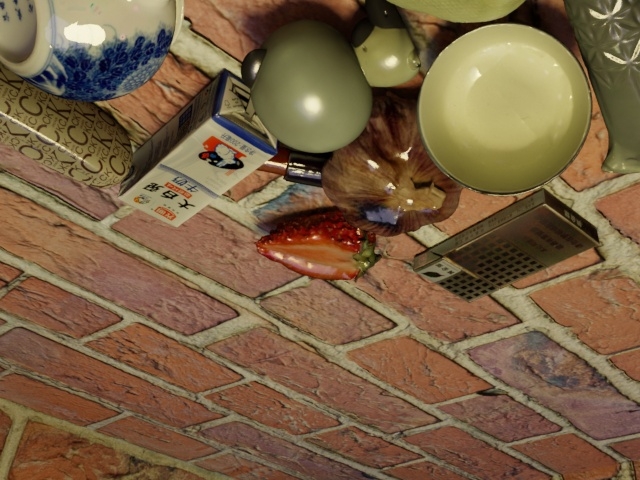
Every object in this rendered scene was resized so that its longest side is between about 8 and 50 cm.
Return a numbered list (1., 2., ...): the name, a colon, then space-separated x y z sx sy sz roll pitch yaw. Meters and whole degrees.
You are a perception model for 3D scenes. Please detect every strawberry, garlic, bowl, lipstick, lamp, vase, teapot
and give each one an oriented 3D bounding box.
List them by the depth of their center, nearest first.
1. teapot: -0.278 -0.309 0.956 0.424 0.280 0.252 -2 107 40
2. vase: 0.440 -0.261 1.029 0.251 0.156 0.301 -39 126 9
3. lamp: 0.018 -0.234 1.079 0.244 0.198 0.198 -28 139 6
4. bowl: 0.266 -0.190 1.084 0.237 0.126 0.238 4 105 18
5. garlic: 0.123 -0.108 1.198 0.245 0.160 0.245 -1 118 -1
6. lipstick: 0.032 -0.119 1.313 0.299 0.081 0.081 9 145 -10
7. strawberry: -0.003 0.009 1.490 0.228 0.098 0.174 -3 144 15

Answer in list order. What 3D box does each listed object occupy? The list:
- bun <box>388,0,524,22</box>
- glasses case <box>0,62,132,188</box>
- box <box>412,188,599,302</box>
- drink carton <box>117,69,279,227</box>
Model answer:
1. bun: 0.137 -0.380 0.839 0.283 0.179 0.283 27 174 3
2. glasses case: -0.455 -0.203 1.191 0.085 0.137 0.354 -33 132 32
3. box: 0.365 0.021 1.513 0.180 0.047 0.325 29 138 -31
4. drink carton: -0.208 -0.145 1.282 0.130 0.106 0.315 30 139 -30
